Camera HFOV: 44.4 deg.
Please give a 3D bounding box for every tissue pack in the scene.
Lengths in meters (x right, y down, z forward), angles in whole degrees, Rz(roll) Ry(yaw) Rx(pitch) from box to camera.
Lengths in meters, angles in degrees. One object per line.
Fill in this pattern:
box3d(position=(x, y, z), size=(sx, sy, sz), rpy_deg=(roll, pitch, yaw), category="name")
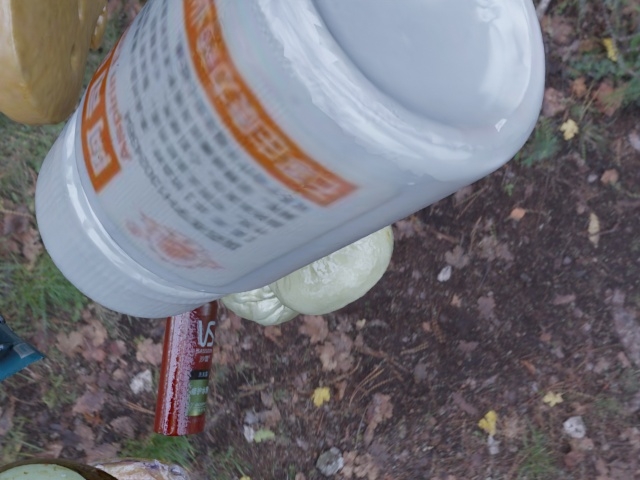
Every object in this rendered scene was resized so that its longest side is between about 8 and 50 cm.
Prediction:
box3d(position=(-0.312, 0.098, 0.709), size=(0.085, 0.138, 0.028), rpy_deg=(41, 107, 0), category="tissue pack")

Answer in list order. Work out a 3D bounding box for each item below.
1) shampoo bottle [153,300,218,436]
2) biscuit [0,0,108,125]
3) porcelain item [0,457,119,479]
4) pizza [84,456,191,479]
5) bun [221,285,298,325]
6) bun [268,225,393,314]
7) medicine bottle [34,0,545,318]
box3d(position=(-0.240, 0.194, 1.430), size=(0.076, 0.118, 0.314), rpy_deg=(4, 85, 29), category="shampoo bottle")
box3d(position=(-0.232, -0.264, 0.701), size=(0.052, 0.275, 0.355), rpy_deg=(1, 53, -2), category="biscuit")
box3d(position=(-0.274, 0.347, 0.746), size=(0.252, 0.253, 0.253), rpy_deg=(1, 69, -2), category="porcelain item")
box3d(position=(-0.315, 0.388, 1.068), size=(0.305, 0.085, 0.161), rpy_deg=(-12, 69, -29), category="pizza")
box3d(position=(-0.074, 0.033, 1.316), size=(0.229, 0.145, 0.230), rpy_deg=(-6, 105, -24), category="bun")
box3d(position=(0.000, 0.000, 1.124), size=(0.222, 0.127, 0.222), rpy_deg=(-22, 34, 16), category="bun")
box3d(position=(-0.051, -0.078, 0.546), size=(0.211, 0.371, 0.211), rpy_deg=(14, 66, -32), category="medicine bottle")
